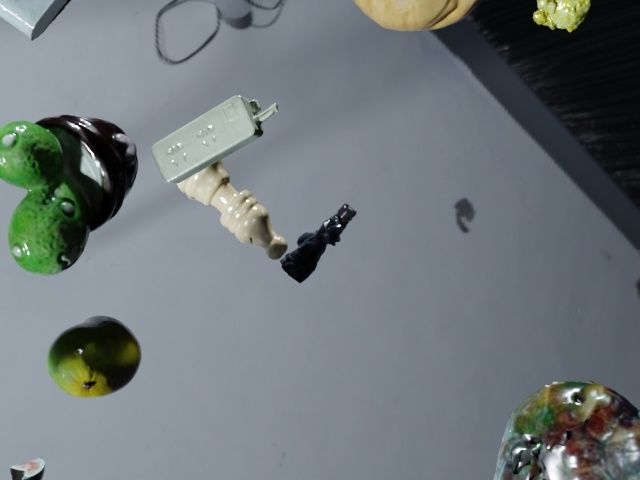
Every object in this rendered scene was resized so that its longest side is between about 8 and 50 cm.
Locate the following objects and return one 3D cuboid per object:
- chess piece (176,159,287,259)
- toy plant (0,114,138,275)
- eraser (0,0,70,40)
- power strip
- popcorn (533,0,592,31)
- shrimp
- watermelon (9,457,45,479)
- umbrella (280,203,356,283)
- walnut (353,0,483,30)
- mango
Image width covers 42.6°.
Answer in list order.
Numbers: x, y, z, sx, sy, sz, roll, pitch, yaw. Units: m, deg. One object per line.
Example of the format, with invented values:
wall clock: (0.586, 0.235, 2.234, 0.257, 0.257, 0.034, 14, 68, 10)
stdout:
chess piece: (-0.197, -0.075, 1.967, 0.307, 0.138, 0.124, 43, 20, 5)
toy plant: (-0.375, -0.079, 1.189, 0.235, 0.176, 0.217, -41, 117, -54)
eraser: (-0.613, -0.529, 1.620, 0.227, 0.081, 0.174, 36, 75, -8)
power strip: (-0.213, -0.217, 1.686, 0.093, 0.288, 0.053, 65, 19, 8)
popcorn: (0.293, -0.293, 0.997, 0.083, 0.068, 0.059, 32, 59, -32)
shrimp: (0.172, 0.272, 0.640, 0.172, 0.137, 0.371, -29, 137, -62)
watermelon: (-0.526, 0.418, 1.459, 0.061, 0.085, 0.085, 26, 69, -4)
umbrella: (-0.001, -0.002, 1.878, 0.080, 0.224, 0.071, 46, 26, 6)
walnut: (0.105, -0.317, 0.818, 0.195, 0.195, 0.221, -29, 148, -35)
mango: (-0.324, 0.166, 1.206, 0.191, 0.122, 0.085, -51, 159, -69)
